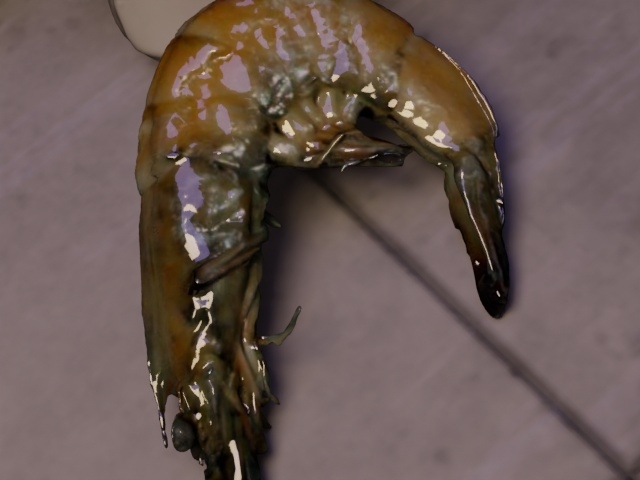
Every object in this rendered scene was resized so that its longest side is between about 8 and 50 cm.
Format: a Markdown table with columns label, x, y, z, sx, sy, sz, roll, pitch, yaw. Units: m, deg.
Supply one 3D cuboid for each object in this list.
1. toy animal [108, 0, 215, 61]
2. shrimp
| label | x | y | z | sx | sy | sz | roll | pitch | yaw |
| --- | --- | --- | --- | --- | --- | --- | --- | --- | --- |
| toy animal | -0.041 | -0.245 | 0.847 | 0.206 | 0.272 | 0.265 | -24 | 27 | 31 |
| shrimp | 0.000 | 0.000 | 0.753 | 0.150 | 0.051 | 0.217 | 2 | 78 | -1 |
